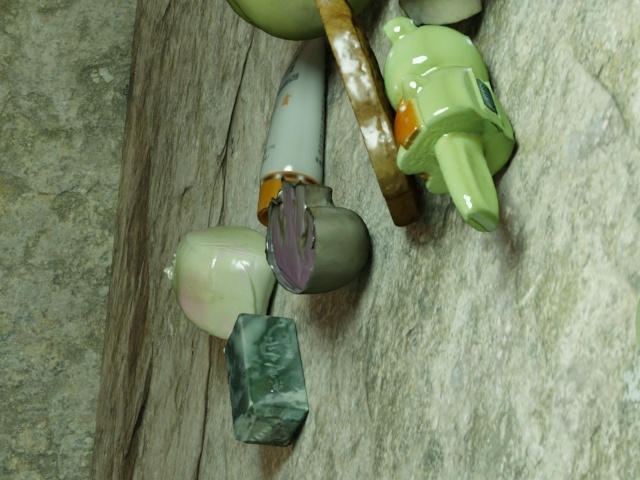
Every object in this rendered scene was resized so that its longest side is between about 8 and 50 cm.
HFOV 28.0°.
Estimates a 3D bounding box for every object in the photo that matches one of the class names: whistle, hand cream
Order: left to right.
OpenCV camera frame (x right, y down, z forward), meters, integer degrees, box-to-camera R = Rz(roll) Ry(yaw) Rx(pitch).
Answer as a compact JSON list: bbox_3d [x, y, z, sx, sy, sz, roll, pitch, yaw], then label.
[{"bbox_3d":[-0.029,-0.169,1.856,0.140,0.089,0.314,131,150,-55],"label":"hand cream"},{"bbox_3d":[0.127,-0.118,1.285,0.106,0.131,0.288,-36,42,26],"label":"whistle"}]

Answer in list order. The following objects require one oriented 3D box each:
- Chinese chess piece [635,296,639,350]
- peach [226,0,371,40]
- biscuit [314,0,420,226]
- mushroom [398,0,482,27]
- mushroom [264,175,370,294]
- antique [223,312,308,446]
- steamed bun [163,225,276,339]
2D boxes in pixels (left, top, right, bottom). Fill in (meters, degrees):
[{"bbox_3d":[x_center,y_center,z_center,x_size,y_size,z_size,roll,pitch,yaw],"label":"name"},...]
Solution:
[{"bbox_3d":[0.265,0.060,0.937,0.084,0.034,0.084,-174,90,-70],"label":"Chinese chess piece"},{"bbox_3d":[-0.026,-0.405,1.688,0.292,0.247,0.292,14,-90,-87],"label":"peach"},{"bbox_3d":[0.056,-0.154,1.440,0.257,0.049,0.273,57,-167,-73],"label":"biscuit"},{"bbox_3d":[0.109,-0.333,1.354,0.254,0.234,0.260,-11,27,41],"label":"mushroom"},{"bbox_3d":[0.000,0.000,1.621,0.188,0.117,0.141,16,95,64],"label":"mushroom"},{"bbox_3d":[-0.077,0.200,1.816,0.183,0.088,0.086,-102,26,-44],"label":"antique"},{"bbox_3d":[-0.164,0.062,2.031,0.238,0.152,0.170,-140,59,-72],"label":"steamed bun"}]
